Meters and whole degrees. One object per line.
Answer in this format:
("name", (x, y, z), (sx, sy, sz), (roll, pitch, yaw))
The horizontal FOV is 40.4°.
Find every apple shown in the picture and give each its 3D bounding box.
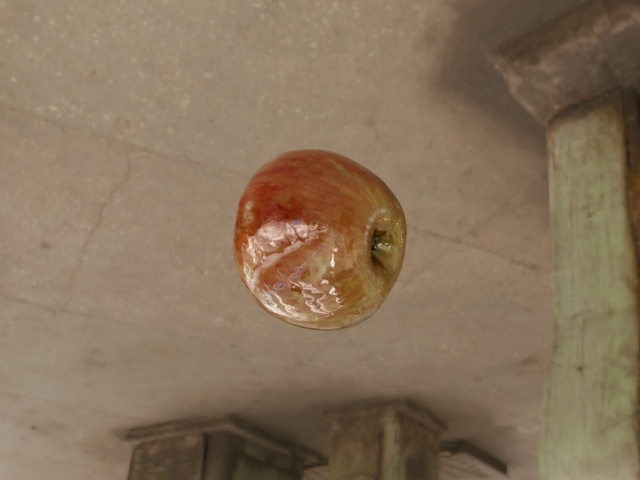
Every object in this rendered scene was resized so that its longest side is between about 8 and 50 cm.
("apple", (0.000, 0.000, 0.703), (0.131, 0.146, 0.146), (12, 155, 25))
